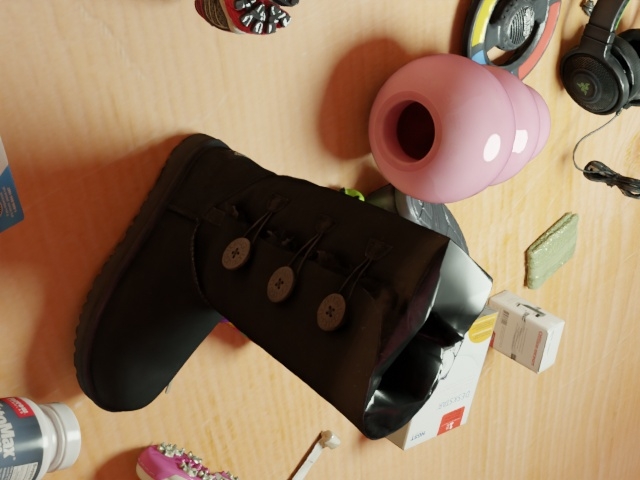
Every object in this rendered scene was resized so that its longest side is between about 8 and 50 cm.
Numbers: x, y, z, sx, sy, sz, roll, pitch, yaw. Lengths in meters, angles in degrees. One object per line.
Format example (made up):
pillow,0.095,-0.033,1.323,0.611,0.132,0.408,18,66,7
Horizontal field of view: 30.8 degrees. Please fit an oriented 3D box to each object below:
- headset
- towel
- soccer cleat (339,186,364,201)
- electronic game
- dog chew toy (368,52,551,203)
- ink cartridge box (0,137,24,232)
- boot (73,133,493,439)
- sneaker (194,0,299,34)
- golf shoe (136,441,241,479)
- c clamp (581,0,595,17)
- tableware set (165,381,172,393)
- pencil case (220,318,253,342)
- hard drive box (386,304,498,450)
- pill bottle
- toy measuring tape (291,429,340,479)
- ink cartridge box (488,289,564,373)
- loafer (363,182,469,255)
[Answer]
headset,0.532,-0.275,1.969,0.243,0.185,0.394,-15,127,-44
towel,0.443,0.020,2.206,0.148,0.027,0.110,-36,137,-29
soccer cleat,0.000,0.000,1.640,0.179,0.060,0.072,-44,154,-21
electronic game,0.293,-0.332,1.760,0.229,0.048,0.229,-29,134,-35
dog chew toy,0.218,-0.162,1.663,0.332,0.206,0.207,-9,122,-51
ink cartridge box,-0.398,-0.042,1.112,0.190,0.082,0.140,-36,138,-31
boot,-0.063,0.104,1.283,0.146,0.445,0.367,17,97,-49
sneaker,-0.092,-0.371,1.229,0.121,0.112,0.299,-4,103,-42
golf shoe,-0.180,0.386,1.652,0.140,0.115,0.306,-51,142,-5
c clamp,0.465,-0.440,1.917,0.137,0.022,0.161,-24,130,-45
tableware set,-0.236,0.146,1.490,0.154,0.024,0.104,12,102,-52
pencil case,-0.081,0.093,1.566,0.104,0.104,0.236,-58,145,-3
hard drive box,0.194,0.221,1.998,0.181,0.089,0.232,-14,125,-44
pill bottle,-0.369,0.234,1.318,0.180,0.108,0.108,-2,116,-50
toy measuring tape,-0.044,0.467,1.866,0.330,0.121,0.121,-53,144,-9
ink cartridge box,0.371,0.167,2.130,0.056,0.135,0.099,-21,130,-42
loafer,0.149,-0.012,1.798,0.302,0.095,0.109,43,40,-56
